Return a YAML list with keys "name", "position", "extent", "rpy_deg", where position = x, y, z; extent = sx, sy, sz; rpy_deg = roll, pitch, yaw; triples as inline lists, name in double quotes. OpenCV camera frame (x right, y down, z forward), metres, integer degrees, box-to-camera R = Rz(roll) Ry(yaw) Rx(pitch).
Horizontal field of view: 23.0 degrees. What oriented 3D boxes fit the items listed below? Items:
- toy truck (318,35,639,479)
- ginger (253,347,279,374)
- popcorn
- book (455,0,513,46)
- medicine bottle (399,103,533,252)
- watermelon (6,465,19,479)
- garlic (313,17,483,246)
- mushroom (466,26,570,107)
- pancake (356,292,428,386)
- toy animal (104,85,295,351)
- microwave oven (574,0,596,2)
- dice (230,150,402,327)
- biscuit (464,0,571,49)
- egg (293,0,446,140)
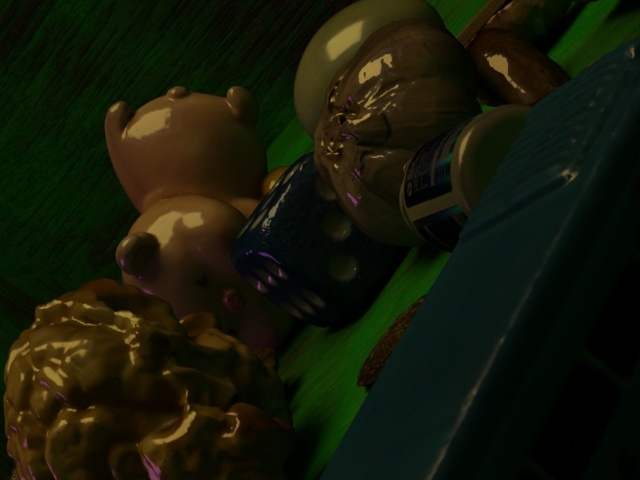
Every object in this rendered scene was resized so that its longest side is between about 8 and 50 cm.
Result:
- name: "toy truck"
  position: [0.110, 0.085, 0.689]
  extent: [0.385, 0.162, 0.161]
  rpy_deg: [-57, 11, -30]
- name: "ginger"
  position: [-0.086, 0.175, 1.698]
  extent: [0.137, 0.074, 0.213]
  rpy_deg: [-52, 2, 4]
- name: "popcorn"
  position: [-0.141, 0.172, 1.440]
  extent: [0.332, 0.265, 0.225]
  rpy_deg: [18, 88, 41]
- name: "book"
  position: [0.225, -0.282, 1.887]
  extent: [0.170, 0.018, 0.241]
  rpy_deg: [-46, -5, 34]
- name: "medicine bottle"
  position: [0.131, -0.045, 1.304]
  extent: [0.107, 0.107, 0.191]
  rpy_deg: [-54, 9, -14]
- name: "watermelon"
  position: [-0.288, 0.356, 1.645]
  extent: [0.305, 0.180, 0.224]
  rpy_deg: [-70, 5, -60]
- name: "garlic"
  position: [0.074, -0.104, 1.548]
  extent: [0.228, 0.152, 0.228]
  rpy_deg: [-178, 90, -78]
- name: "mushroom"
  position: [0.191, -0.171, 1.594]
  extent: [0.072, 0.094, 0.210]
  rpy_deg: [-55, 4, 4]
- name: "pancake"
  position: [0.069, 0.088, 1.409]
  extent: [0.115, 0.011, 0.115]
  rpy_deg: [-51, 8, 10]
- name: "toy animal"
  position: [-0.127, -0.004, 1.885]
  extent: [0.277, 0.345, 0.247]
  rpy_deg: [-6, 23, 30]
- name: "microwave oven"
  position: [0.325, -0.438, 1.433]
  extent: [0.394, 0.247, 0.333]
  rpy_deg: [-53, 10, -5]
- name: "dice"
  position: [0.000, 0.000, 1.693]
  extent: [0.146, 0.146, 0.143]
  rpy_deg: [-55, 7, -18]
- name: "biscuit"
  position: [0.217, -0.229, 1.760]
  extent: [0.118, 0.061, 0.183]
  rpy_deg: [-37, -5, -40]
- name: "egg"
  position: [0.069, -0.222, 2.102]
  extent: [0.253, 0.186, 0.186]
  rpy_deg: [-51, 8, 30]
